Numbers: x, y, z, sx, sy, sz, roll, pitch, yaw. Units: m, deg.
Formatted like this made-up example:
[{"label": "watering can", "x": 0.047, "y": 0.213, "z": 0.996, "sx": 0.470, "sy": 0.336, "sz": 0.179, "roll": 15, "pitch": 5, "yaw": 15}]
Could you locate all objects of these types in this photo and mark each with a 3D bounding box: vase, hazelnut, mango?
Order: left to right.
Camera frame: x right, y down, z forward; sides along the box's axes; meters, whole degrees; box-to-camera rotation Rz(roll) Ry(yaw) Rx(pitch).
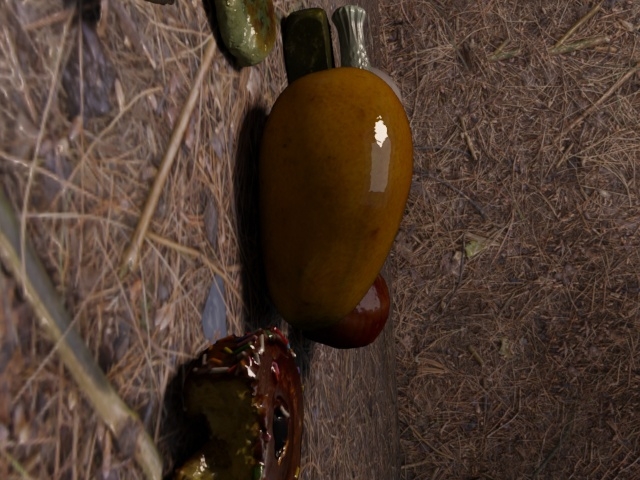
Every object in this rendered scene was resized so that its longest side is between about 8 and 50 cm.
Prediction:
[{"label": "mango", "x": 0.015, "y": -0.057, "z": 0.807, "sx": 0.264, "sy": 0.221, "sz": 0.378, "roll": 43, "pitch": 56, "yaw": -78}, {"label": "hazelnut", "x": 0.036, "y": 0.106, "z": 1.001, "sx": 0.160, "sy": 0.170, "sz": 0.201, "roll": 51, "pitch": 4, "yaw": -30}, {"label": "vase", "x": 0.059, "y": -0.342, "z": 1.005, "sx": 0.081, "sy": 0.081, "sz": 0.148, "roll": -17, "pitch": 99, "yaw": -77}]

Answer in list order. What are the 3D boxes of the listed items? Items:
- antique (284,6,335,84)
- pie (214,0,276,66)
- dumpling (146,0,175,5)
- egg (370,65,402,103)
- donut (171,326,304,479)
[{"label": "antique", "x": -0.014, "y": -0.302, "z": 1.012, "sx": 0.081, "sy": 0.080, "sz": 0.220, "roll": -65, "pitch": 149, "yaw": -65}, {"label": "pie", "x": -0.099, "y": -0.321, "z": 0.725, "sx": 0.187, "sy": 0.041, "sz": 0.186, "roll": -1, "pitch": 90, "yaw": -76}, {"label": "dumpling", "x": -0.129, "y": -0.266, "z": 0.392, "sx": 0.108, "sy": 0.127, "sz": 0.188, "roll": -65, "pitch": 144, "yaw": -50}, {"label": "egg", "x": 0.082, "y": -0.274, "z": 1.156, "sx": 0.232, "sy": 0.176, "sz": 0.176, "roll": -144, "pitch": -132, "yaw": -74}, {"label": "donut", "x": -0.082, "y": 0.204, "z": 0.583, "sx": 0.216, "sy": 0.096, "sz": 0.230, "roll": 5, "pitch": 83, "yaw": -79}]
